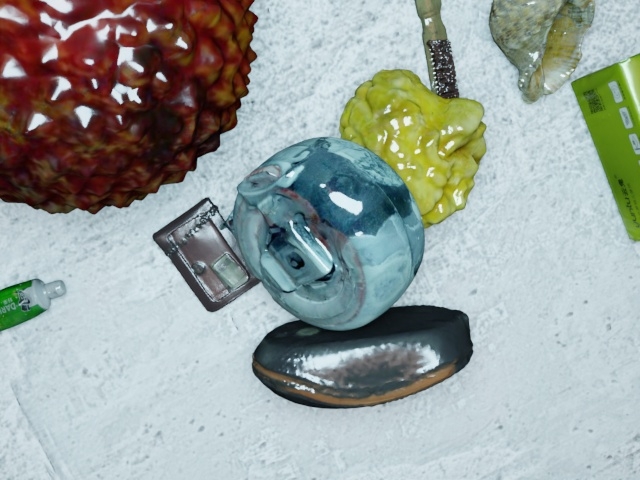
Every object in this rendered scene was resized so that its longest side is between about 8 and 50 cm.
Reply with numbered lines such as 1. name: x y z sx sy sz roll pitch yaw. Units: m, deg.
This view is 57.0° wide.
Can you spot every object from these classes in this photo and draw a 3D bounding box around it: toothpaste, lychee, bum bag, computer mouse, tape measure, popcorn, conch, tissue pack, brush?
1. toothpaste: -0.505 0.114 0.892 0.248 0.047 0.078 -21 89 0
2. lychee: -0.308 -0.235 0.708 0.501 0.425 0.423 -7 95 36
3. bum bag: -0.173 0.025 0.918 0.109 0.026 0.159 -33 100 -1
4. computer mouse: 0.063 0.171 0.859 0.324 0.183 0.116 -7 104 -3
5. tape measure: 0.000 0.000 0.796 0.256 0.275 0.147 49 51 0
6. popcorn: 0.136 -0.134 0.834 0.203 0.200 0.225 -14 68 27
7. conch: 0.331 -0.308 0.871 0.156 0.130 0.207 -9 109 10
8. tissue pack: 0.536 -0.157 0.873 0.201 0.167 0.274 -23 96 0
9. brush: 0.177 -0.326 0.908 0.043 0.036 0.247 -11 94 -7
